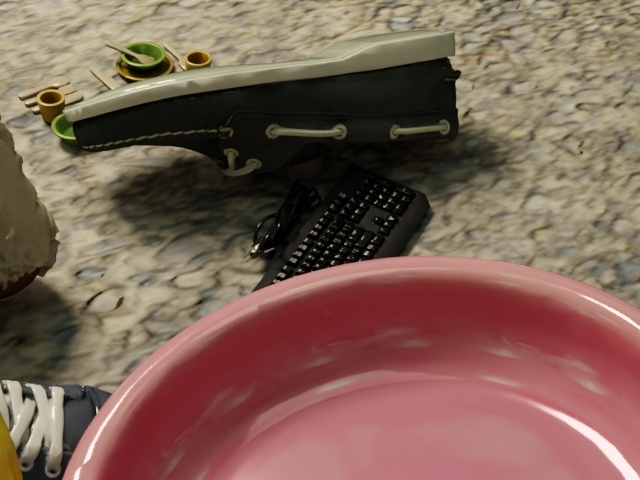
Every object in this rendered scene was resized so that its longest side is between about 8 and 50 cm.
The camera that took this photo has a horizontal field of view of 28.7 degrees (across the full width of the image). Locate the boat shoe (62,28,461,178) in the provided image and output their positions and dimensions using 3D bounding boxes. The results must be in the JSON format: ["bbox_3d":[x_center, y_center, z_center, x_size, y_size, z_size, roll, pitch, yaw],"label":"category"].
[{"bbox_3d":[-0.033,-0.090,0.922,0.302,0.091,0.114,-11,13,-12],"label":"boat shoe"}]

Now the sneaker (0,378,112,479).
[{"bbox_3d":[-0.191,0.094,0.653,0.282,0.153,0.099,-4,42,-10],"label":"sneaker"}]

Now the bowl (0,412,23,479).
[{"bbox_3d":[-0.260,0.137,0.477,0.289,0.290,0.156,-6,-1,-11],"label":"bowl"}]

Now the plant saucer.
[{"bbox_3d":[0.041,0.139,0.598,0.332,0.084,0.332,-6,36,4],"label":"plant saucer"}]

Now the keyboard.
[{"bbox_3d":[0.000,0.000,0.866,0.100,0.038,0.192,19,42,17],"label":"keyboard"}]

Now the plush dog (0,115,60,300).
[{"bbox_3d":[-0.317,-0.056,0.760,0.225,0.211,0.262,-10,-7,24],"label":"plush dog"}]

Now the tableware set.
[{"bbox_3d":[-0.159,-0.125,1.007,0.154,0.024,0.104,-24,48,-29],"label":"tableware set"}]
